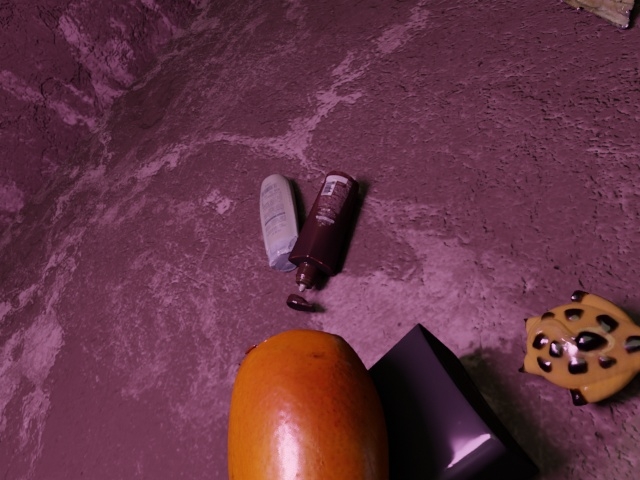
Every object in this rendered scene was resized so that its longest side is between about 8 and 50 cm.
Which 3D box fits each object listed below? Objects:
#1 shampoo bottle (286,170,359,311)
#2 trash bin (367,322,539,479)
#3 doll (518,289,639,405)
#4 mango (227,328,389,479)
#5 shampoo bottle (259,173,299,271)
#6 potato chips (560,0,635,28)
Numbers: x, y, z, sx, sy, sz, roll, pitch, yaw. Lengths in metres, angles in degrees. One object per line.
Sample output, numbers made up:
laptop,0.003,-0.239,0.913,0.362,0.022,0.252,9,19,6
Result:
shampoo bottle,0.002,0.001,0.880,0.068,0.067,0.236,-8,53,48
trash bin,0.081,0.233,0.596,0.225,0.115,0.165,-42,42,9
doll,0.326,0.102,0.509,0.291,0.086,0.117,-5,74,42
mango,-0.012,0.215,0.506,0.187,0.138,0.257,-50,34,22
shampoo bottle,-0.072,-0.037,0.983,0.072,0.049,0.212,-27,43,15
potato chips,0.438,-0.395,0.869,0.092,0.028,0.207,-37,40,12
